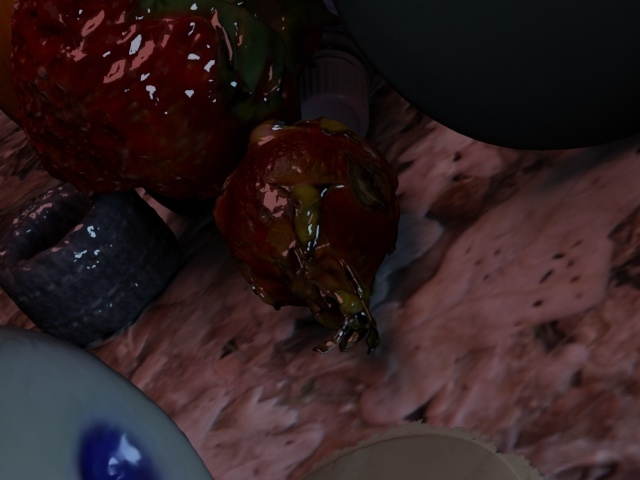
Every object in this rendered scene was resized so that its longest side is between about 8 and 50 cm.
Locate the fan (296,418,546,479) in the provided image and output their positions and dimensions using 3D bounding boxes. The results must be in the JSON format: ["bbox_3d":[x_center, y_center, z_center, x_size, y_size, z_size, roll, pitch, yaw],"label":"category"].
[{"bbox_3d":[-0.039,0.181,0.762,0.414,0.012,0.233,4,47,53],"label":"fan"}]

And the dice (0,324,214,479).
[{"bbox_3d":[-0.202,0.205,0.668,0.259,0.243,0.251,-32,29,22],"label":"dice"}]

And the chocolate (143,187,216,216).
[{"bbox_3d":[-0.114,-0.087,1.212,0.124,0.127,0.133,-62,34,20],"label":"chocolate"}]

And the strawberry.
[{"bbox_3d":[-0.138,-0.143,1.049,0.277,0.257,0.257,-31,24,43],"label":"strawberry"}]

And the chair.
[{"bbox_3d":[0.135,-0.287,0.944,0.361,0.365,0.410,-30,32,15],"label":"chair"}]

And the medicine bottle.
[{"bbox_3d":[0.006,-0.153,1.168,0.083,0.083,0.203,-28,35,19],"label":"medicine bottle"}]

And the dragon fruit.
[{"bbox_3d":[0.000,0.000,0.891,0.125,0.125,0.246,-29,34,8],"label":"dragon fruit"}]

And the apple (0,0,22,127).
[{"bbox_3d":[-0.251,-0.238,1.456,0.286,0.233,0.286,-30,26,16],"label":"apple"}]

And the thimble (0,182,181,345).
[{"bbox_3d":[-0.202,0.012,1.144,0.150,0.098,0.150,-29,28,18],"label":"thimble"}]
